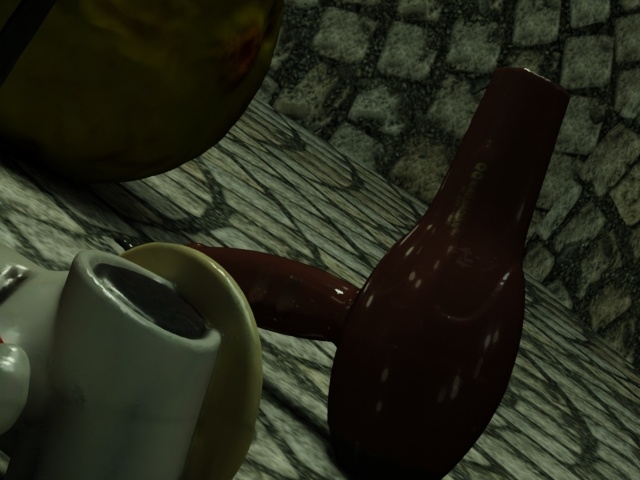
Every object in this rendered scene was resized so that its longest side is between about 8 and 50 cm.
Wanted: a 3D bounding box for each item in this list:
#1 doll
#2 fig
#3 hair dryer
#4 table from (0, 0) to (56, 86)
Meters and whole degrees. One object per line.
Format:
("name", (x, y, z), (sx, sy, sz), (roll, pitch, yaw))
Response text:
("doll", (-0.128, 0.072, 0.799), (0.208, 0.144, 0.271), (13, 7, -6))
("fig", (-0.200, -0.225, 1.623), (0.343, 0.343, 0.343), (34, 7, -5))
("hair dryer", (0.000, 0.000, 1.376), (0.340, 0.312, 0.123), (16, -3, 28))
("table", (-0.303, -0.173, 0.863), (0.335, 0.272, 0.222), (36, 14, 2))
